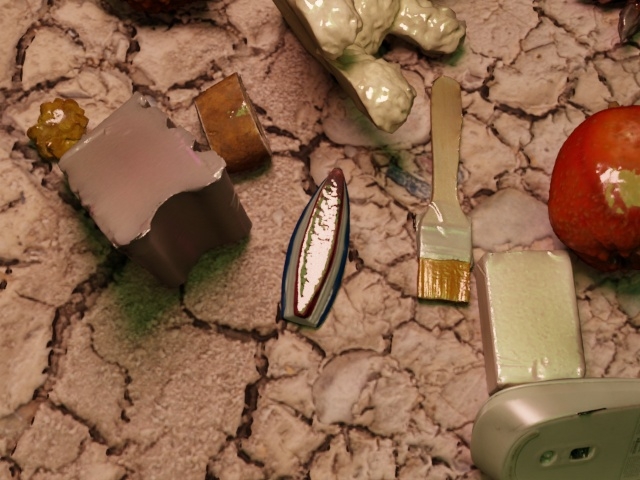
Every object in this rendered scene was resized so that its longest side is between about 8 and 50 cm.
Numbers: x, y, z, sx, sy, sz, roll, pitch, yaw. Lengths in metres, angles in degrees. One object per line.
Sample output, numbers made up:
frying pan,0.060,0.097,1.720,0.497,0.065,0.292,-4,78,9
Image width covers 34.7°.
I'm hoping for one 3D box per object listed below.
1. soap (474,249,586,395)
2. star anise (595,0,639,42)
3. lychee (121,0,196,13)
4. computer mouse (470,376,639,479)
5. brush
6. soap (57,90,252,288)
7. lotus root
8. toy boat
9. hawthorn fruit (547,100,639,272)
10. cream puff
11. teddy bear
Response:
soap,0.272,0.105,1.325,0.121,0.064,0.183,-1,71,-5
star anise,0.512,-0.391,1.495,0.283,0.129,0.212,-4,55,-11
lychee,-0.214,-0.403,1.392,0.200,0.200,0.238,-40,67,-16
computer mouse,0.321,0.226,1.254,0.288,0.159,0.097,-6,35,-11
brush,0.171,-0.076,1.402,0.085,0.020,0.336,6,70,-3
soap,-0.223,-0.090,1.232,0.159,0.302,0.258,-38,78,-8
lotus root,-0.116,-0.154,1.353,0.081,0.112,0.122,-20,75,-4
toy boat,0.000,0.000,1.349,0.080,0.046,0.229,15,72,3
hawthorn fruit,0.396,-0.085,1.338,0.205,0.205,0.253,7,66,-3
cream puff,-0.348,-0.150,1.359,0.083,0.058,0.083,-25,78,-14
teddy bear,0.114,-0.379,1.354,0.362,0.375,0.327,-38,120,2
